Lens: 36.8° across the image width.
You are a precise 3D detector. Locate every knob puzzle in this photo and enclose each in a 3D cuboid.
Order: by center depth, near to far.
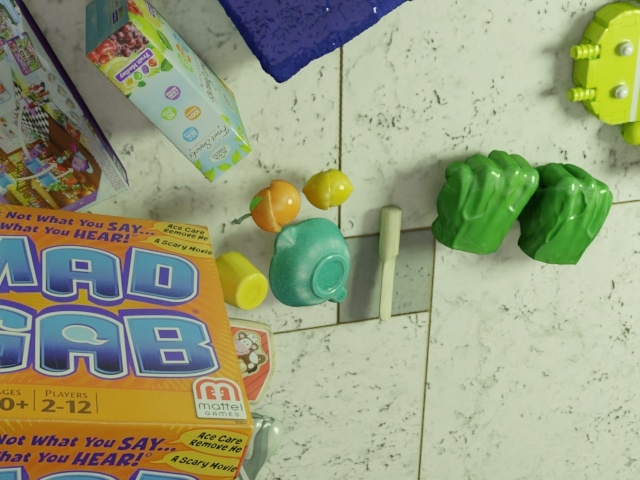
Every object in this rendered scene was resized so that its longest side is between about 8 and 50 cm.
[{"bbox_3d":[-0.148,0.193,1.430,0.213,0.030,0.213,-7,120,-12],"label":"knob puzzle"}]

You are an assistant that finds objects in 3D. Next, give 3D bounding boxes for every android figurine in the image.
[{"bbox_3d":[0.469,-0.253,1.346,0.273,0.056,0.248,-9,121,-13],"label":"android figurine"}]

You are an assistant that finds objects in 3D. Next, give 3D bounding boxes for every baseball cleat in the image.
[{"bbox_3d":[-0.139,0.354,1.505,0.109,0.072,0.206,24,99,-28],"label":"baseball cleat"}]

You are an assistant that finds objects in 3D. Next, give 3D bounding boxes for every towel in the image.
[{"bbox_3d":[0.012,-0.358,1.146,0.308,0.076,0.227,-33,115,4],"label":"towel"}]

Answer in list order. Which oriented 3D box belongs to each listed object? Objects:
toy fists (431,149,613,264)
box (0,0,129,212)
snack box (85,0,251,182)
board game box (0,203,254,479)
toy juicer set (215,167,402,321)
[{"bbox_3d":[0.294,-0.055,1.384,0.279,0.096,0.142,8,126,-22],"label":"toy fists"},{"bbox_3d":[-0.388,-0.143,1.152,0.201,0.057,0.293,-26,123,-1],"label":"box"},{"bbox_3d":[-0.178,-0.190,1.118,0.070,0.174,0.207,-36,123,10],"label":"snack box"},{"bbox_3d":[-0.320,0.207,1.149,0.356,0.356,0.356,6,126,-21],"label":"board game box"},{"bbox_3d":[0.000,0.000,1.340,0.329,0.089,0.209,9,104,-44],"label":"toy juicer set"}]
